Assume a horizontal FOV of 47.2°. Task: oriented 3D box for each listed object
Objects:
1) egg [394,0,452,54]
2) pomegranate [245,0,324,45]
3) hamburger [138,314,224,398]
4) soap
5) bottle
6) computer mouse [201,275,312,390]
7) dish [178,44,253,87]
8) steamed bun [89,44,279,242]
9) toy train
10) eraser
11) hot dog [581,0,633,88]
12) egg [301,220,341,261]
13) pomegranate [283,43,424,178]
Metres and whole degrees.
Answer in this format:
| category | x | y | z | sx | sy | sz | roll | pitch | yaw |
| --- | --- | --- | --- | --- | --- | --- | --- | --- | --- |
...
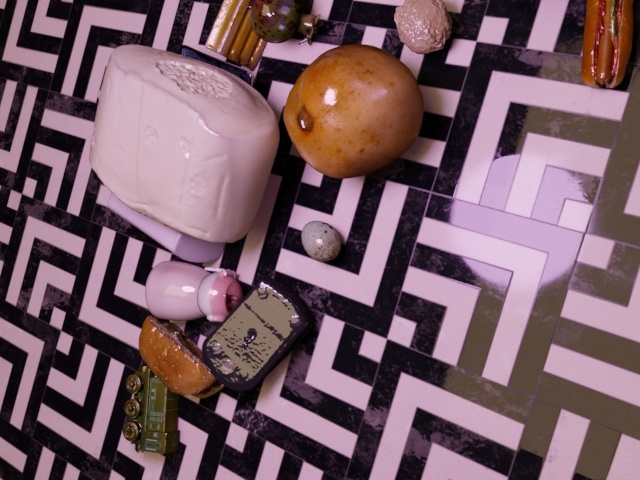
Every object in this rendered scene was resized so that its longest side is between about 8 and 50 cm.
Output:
| category | x | y | z | sx | sy | sz | roll | pitch | yaw |
| --- | --- | --- | --- | --- | --- | --- | --- | --- | --- |
| egg | 0.220 | -0.464 | 1.563 | 0.116 | 0.118 | 0.140 | -28 | 61 | 43 |
| pomegranate | -0.089 | -0.519 | 1.717 | 0.169 | 0.148 | 0.148 | 37 | 106 | -3 |
| hamburger | -0.358 | 0.295 | 1.810 | 0.262 | 0.124 | 0.131 | 38 | 88 | 29 |
| soap | -0.177 | -0.551 | 1.798 | 0.073 | 0.140 | 0.232 | 31 | 101 | 30 |
| bottle | -0.296 | 0.131 | 1.799 | 0.236 | 0.147 | 0.147 | 5 | 87 | 23 |
| computer mouse | -0.147 | 0.221 | 1.712 | 0.170 | 0.100 | 0.269 | 44 | 98 | 7 |
| dish | -0.255 | -0.375 | 1.846 | 0.243 | 0.080 | 0.182 | 28 | 119 | 26 |
| steamed bun | -0.303 | -0.224 | 1.702 | 0.456 | 0.290 | 0.371 | 35 | 126 | 19 |
| toy train | -0.426 | 0.431 | 1.874 | 0.137 | 0.090 | 0.225 | 0 | 84 | 24 |
| eraser | -0.389 | -0.044 | 1.849 | 0.270 | 0.174 | 0.095 | 32 | 100 | 30 |
| hot dog | 0.545 | -0.405 | 1.392 | 0.092 | 0.062 | 0.236 | 0 | 84 | 35 |
| egg | 0.000 | 0.000 | 1.662 | 0.110 | 0.085 | 0.085 | 41 | 105 | 33 |
| pomegranate | 0.066 | -0.269 | 1.531 | 0.307 | 0.307 | 0.307 | -4 | 83 | 31 |
